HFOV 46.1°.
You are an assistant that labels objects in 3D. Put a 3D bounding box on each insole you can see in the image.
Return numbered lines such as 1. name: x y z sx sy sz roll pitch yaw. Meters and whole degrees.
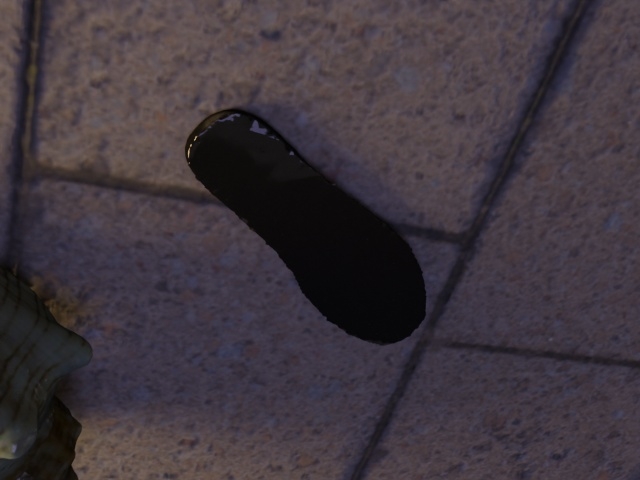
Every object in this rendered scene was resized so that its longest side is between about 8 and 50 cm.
1. insole: 0.000 0.000 0.672 0.110 0.012 0.309 -38 123 17

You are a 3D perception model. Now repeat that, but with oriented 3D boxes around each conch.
1. conch: -0.289 0.128 0.617 0.203 0.170 0.386 -32 131 -20
